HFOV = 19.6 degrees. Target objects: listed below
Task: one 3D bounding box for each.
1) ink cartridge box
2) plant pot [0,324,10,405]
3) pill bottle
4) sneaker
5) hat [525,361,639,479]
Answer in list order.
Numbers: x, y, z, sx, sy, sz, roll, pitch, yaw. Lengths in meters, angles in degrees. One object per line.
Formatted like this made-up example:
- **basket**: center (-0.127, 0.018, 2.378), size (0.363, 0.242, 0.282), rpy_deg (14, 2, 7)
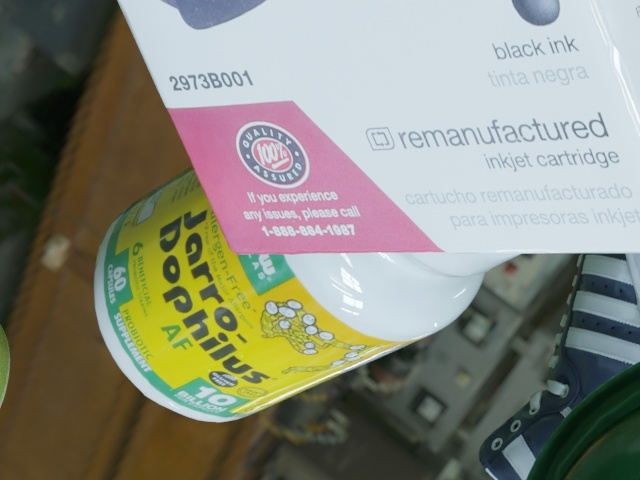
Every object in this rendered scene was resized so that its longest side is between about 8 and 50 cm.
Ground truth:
- **ink cartridge box**: center (0.015, -0.120, 0.504), size (0.100, 0.172, 0.237), rpy_deg (-42, 119, -38)
- **plant pot**: center (-0.444, 0.067, 1.472), size (0.275, 0.275, 0.293), rpy_deg (-49, 129, -16)
- **pill bottle**: center (0.000, 0.000, 0.817), size (0.208, 0.117, 0.117), rpy_deg (-27, -172, 46)
- **sneaker**: center (0.173, 0.067, 1.143), size (0.153, 0.282, 0.099), rpy_deg (-29, 139, 31)
- **hat**: center (0.101, 0.102, 0.637), size (0.183, 0.208, 0.173), rpy_deg (26, 89, -46)
